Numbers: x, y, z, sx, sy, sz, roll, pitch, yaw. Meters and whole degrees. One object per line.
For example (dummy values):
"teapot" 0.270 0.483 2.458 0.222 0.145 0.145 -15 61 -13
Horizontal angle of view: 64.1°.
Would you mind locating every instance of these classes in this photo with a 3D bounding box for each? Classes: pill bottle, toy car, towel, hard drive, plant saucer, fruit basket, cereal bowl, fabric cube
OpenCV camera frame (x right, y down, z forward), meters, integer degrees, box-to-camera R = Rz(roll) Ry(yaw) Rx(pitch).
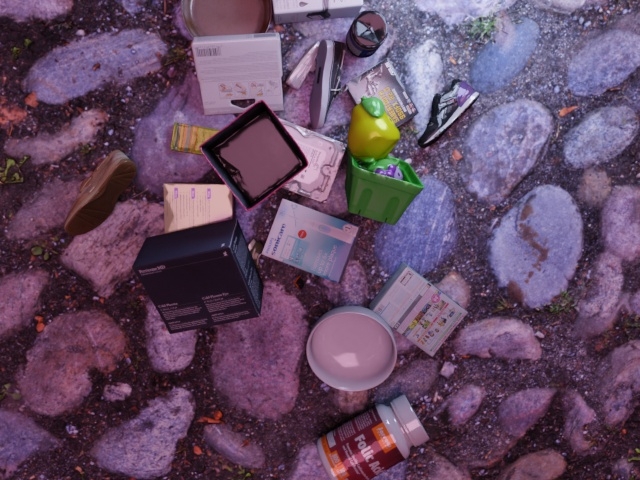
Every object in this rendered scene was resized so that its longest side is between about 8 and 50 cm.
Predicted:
"pill bottle" 0.203 0.773 1.964 0.392 0.224 0.224 -31 99 1
"toy car" -0.068 0.124 1.955 0.040 0.060 0.122 20 76 36
"towel" -0.419 -0.360 1.856 0.237 0.021 0.102 8 98 -6
"hard drive" -0.099 -0.300 1.869 0.338 0.064 0.237 21 96 -8
"plant saucer" -0.326 -0.803 1.785 0.310 0.050 0.311 -1 98 -5
"fruit basket" 0.204 -0.285 1.740 0.282 0.392 0.392 17 97 -6
"cereal bowl" 0.117 0.389 1.928 0.338 0.141 0.339 1 109 4
"pill bottle" 0.153 -0.697 1.750 0.122 0.219 0.123 -1 99 -4
"fabric cube" -0.210 -0.278 1.702 0.259 0.258 0.254 -36 98 2

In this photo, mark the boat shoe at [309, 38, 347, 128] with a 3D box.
"boat shoe" 0.033 -0.549 1.821 0.104 0.113 0.307 0 105 -25

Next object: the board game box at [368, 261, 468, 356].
"board game box" 0.374 0.264 1.970 0.303 0.097 0.224 37 95 -7

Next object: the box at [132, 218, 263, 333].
"box" -0.407 0.126 1.768 0.343 0.179 0.313 -11 125 7

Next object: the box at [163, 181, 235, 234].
"box" -0.431 -0.100 1.844 0.242 0.117 0.214 0 98 -4

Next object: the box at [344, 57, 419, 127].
"box" 0.221 -0.515 1.865 0.183 0.056 0.231 -31 99 0

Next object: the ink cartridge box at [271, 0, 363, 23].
"ink cartridge box" -0.021 -0.888 1.755 0.307 0.129 0.223 -7 98 -3

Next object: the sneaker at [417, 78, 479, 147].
"sneaker" 0.440 -0.468 1.881 0.124 0.107 0.283 44 89 6

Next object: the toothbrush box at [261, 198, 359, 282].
"toothbrush box" -0.031 0.003 1.840 0.295 0.126 0.216 21 88 9

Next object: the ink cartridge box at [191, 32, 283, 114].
"ink cartridge box" -0.283 -0.583 1.800 0.296 0.066 0.261 -4 130 -4

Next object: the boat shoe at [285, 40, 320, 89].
"boat shoe" -0.048 -0.622 1.827 0.063 0.066 0.184 34 92 -22

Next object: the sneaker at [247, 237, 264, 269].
"sneaker" -0.265 0.093 1.910 0.086 0.064 0.192 30 95 -8

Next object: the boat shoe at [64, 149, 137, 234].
"boat shoe" -0.792 -0.168 1.819 0.110 0.121 0.341 41 91 28
